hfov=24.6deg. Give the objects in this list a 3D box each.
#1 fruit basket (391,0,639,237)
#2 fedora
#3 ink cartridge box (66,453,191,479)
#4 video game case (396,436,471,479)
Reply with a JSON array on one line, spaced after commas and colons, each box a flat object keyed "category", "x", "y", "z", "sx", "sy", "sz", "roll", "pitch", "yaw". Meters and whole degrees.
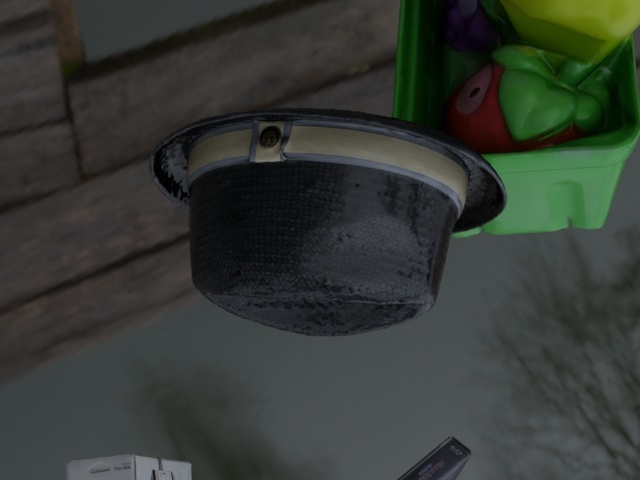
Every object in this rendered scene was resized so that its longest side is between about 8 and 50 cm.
[{"category": "fruit basket", "x": 0.214, "y": -0.231, "z": 1.501, "sx": 0.282, "sy": 0.392, "sz": 0.392, "roll": -4, "pitch": 152, "yaw": 11}, {"category": "fedora", "x": 0.000, "y": 0.000, "z": 1.346, "sx": 0.334, "sy": 0.153, "sz": 0.334, "roll": 7, "pitch": 162, "yaw": 2}, {"category": "ink cartridge box", "x": -0.231, "y": 0.296, "z": 1.781, "sx": 0.099, "sy": 0.056, "sz": 0.135, "roll": -10, "pitch": 164, "yaw": 24}, {"category": "video game case", "x": -0.009, "y": 0.257, "z": 1.001, "sx": 0.274, "sy": 0.026, "sz": 0.196, "roll": -26, "pitch": 150, "yaw": -52}]
